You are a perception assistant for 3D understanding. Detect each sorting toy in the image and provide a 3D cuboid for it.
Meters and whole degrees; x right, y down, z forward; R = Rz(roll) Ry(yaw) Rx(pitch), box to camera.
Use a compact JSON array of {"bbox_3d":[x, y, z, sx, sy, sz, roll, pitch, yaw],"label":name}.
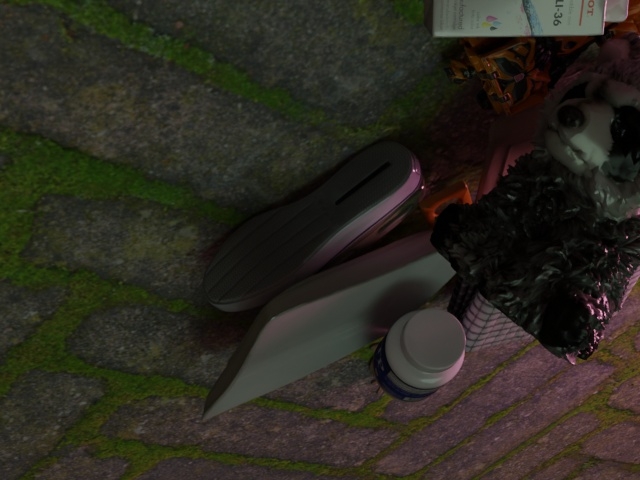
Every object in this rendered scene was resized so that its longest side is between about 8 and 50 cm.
[{"bbox_3d":[0.273,-0.119,1.101,0.348,0.047,0.196,-22,152,-7],"label":"sorting toy"}]

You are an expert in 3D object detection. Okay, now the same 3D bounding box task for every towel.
[{"bbox_3d":[0.325,0.037,1.287,0.284,0.121,0.235,-11,144,-18],"label":"towel"}]

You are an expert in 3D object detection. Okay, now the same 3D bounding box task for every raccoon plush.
[{"bbox_3d":[0.306,-0.042,1.012,0.299,0.216,0.446,-50,162,8],"label":"raccoon plush"}]

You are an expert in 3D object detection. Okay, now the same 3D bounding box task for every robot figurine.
[{"bbox_3d":[0.265,-0.238,0.932,0.291,0.085,0.211,-31,142,11],"label":"robot figurine"}]

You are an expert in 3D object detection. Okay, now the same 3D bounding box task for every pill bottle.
[{"bbox_3d":[0.141,0.159,1.266,0.112,0.112,0.186,-14,162,-12],"label":"pill bottle"}]

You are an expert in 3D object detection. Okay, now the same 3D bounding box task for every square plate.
[{"bbox_3d":[0.023,0.096,1.155,0.344,0.049,0.347,-21,160,-30],"label":"square plate"}]

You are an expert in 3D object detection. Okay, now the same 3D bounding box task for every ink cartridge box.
[{"bbox_3d":[0.198,-0.249,0.822,0.198,0.067,0.115,-2,113,-1],"label":"ink cartridge box"}]

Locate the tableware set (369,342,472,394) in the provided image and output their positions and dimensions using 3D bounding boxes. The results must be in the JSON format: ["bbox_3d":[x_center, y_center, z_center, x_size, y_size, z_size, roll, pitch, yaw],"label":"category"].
[{"bbox_3d":[0.176,0.190,1.462,0.194,0.039,0.128,-17,143,-8],"label":"tableware set"}]

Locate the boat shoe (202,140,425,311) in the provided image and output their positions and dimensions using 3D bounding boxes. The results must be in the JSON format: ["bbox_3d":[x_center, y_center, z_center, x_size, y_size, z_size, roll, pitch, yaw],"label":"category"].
[{"bbox_3d":[0.000,0.000,1.079,0.302,0.109,0.094,-32,145,9],"label":"boat shoe"}]
